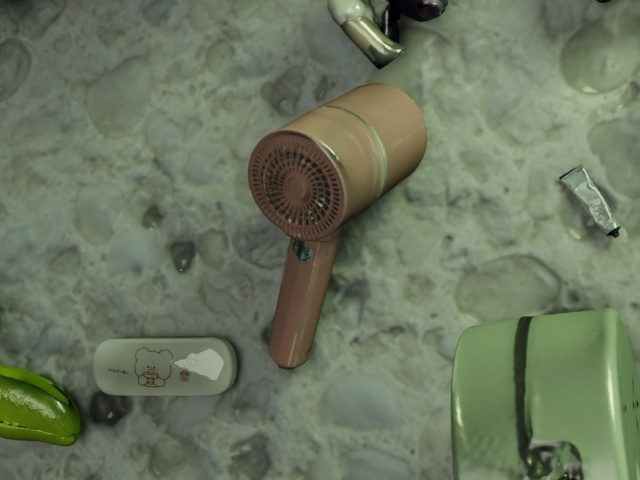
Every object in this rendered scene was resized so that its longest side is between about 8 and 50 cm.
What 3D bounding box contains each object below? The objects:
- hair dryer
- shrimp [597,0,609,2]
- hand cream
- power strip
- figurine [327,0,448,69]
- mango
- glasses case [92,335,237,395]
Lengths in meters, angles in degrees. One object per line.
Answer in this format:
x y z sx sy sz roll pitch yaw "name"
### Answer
0.000 0.000 1.438 0.125 0.210 0.352 27 123 19 "hair dryer"
0.226 -0.468 1.385 0.221 0.110 0.446 -31 76 22 "shrimp"
0.307 -0.042 1.396 0.030 0.019 0.093 -37 71 17 "hand cream"
0.238 0.238 1.234 0.161 0.357 0.357 -8 87 17 "power strip"
0.097 -0.321 1.404 0.145 0.145 0.222 47 111 14 "figurine"
-0.384 0.218 1.608 0.165 0.074 0.091 25 92 6 "mango"
-0.196 0.157 1.551 0.193 0.049 0.074 -2 89 18 "glasses case"
